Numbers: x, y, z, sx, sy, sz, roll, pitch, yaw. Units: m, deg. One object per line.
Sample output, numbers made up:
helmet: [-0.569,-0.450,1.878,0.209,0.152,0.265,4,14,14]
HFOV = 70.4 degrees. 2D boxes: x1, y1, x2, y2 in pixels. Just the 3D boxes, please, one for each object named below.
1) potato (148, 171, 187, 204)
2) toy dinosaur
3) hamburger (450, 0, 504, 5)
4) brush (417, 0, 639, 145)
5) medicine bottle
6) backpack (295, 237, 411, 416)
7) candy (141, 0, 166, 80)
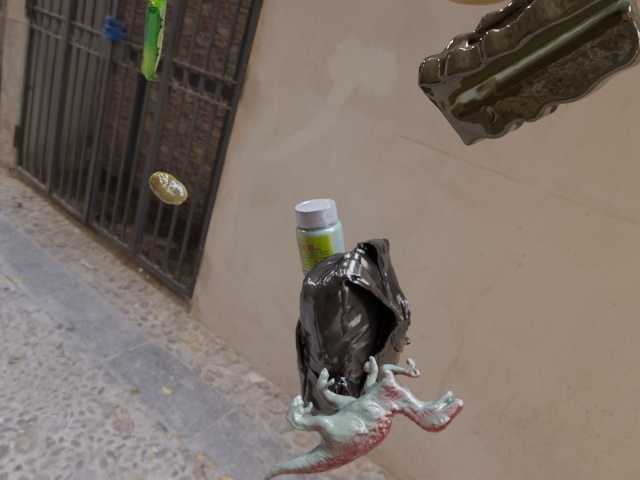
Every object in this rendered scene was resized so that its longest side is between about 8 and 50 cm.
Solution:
potato: [-0.536,-0.182,1.590,0.138,0.091,0.070,44,-31,-22]
toy dinosaur: [0.033,0.235,0.553,0.167,0.242,0.053,37,-15,32]
hamburger: [0.249,-0.464,0.686,0.237,0.236,0.147,25,-15,19]
brush: [0.192,-0.151,0.252,0.084,0.301,0.071,34,49,-28]
medicine bottle: [0.000,0.000,1.356,0.139,0.225,0.139,-7,21,3]
backpack: [0.085,0.214,1.110,0.255,0.445,0.363,8,31,29]
candy: [-0.303,-0.391,0.828,0.032,0.178,0.102,9,57,-20]
